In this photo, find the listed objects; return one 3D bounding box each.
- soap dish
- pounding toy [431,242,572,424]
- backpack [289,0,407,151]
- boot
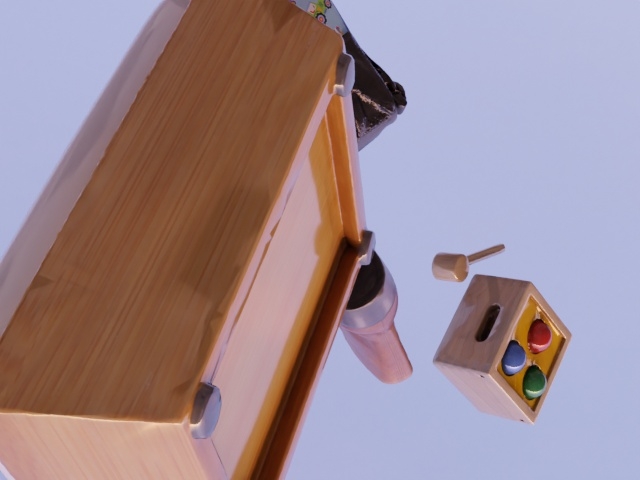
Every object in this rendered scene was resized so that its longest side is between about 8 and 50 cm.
[{"bbox_3d":[-0.062,0.029,0.579,0.118,0.229,0.290,10,-126,15],"label":"soap dish"},{"bbox_3d":[0.214,0.085,1.241,0.206,0.094,0.181,46,-117,-38],"label":"pounding toy"},{"bbox_3d":[-0.046,-0.129,0.786,0.117,0.158,0.173,-43,-71,-30],"label":"backpack"},{"bbox_3d":[0.000,0.000,1.026,0.096,0.280,0.264,-41,-110,-5],"label":"boot"}]
